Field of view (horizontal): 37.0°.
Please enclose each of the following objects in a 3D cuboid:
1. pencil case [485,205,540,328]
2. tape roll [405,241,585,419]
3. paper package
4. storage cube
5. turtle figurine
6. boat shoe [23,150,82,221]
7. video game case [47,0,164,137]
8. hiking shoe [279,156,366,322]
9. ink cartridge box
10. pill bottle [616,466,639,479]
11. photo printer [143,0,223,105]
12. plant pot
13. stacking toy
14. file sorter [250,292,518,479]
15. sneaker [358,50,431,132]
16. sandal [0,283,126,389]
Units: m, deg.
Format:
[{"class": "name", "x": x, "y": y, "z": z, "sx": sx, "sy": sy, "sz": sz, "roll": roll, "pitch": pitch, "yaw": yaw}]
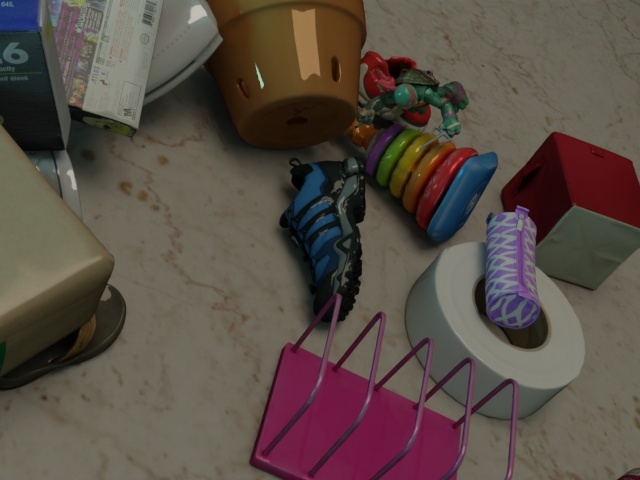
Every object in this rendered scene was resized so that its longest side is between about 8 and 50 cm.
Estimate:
[{"class": "pencil case", "x": 0.303, "y": 0.041, "z": 1.498, "sx": 0.086, "sy": 0.088, "sz": 0.206, "roll": 22, "pitch": 44, "yaw": -13}, {"class": "tape roll", "x": 0.279, "y": 0.139, "z": 1.534, "sx": 0.286, "sy": 0.100, "sz": 0.286, "roll": 18, "pitch": 45, "yaw": -19}, {"class": "paper package", "x": -0.450, "y": 0.025, "z": 1.058, "sx": 0.325, "sy": 0.168, "sz": 0.309, "roll": -33, "pitch": 73, "yaw": -36}, {"class": "storage cube", "x": 0.476, "y": -0.053, "z": 1.779, "sx": 0.215, "sy": 0.184, "sz": 0.193, "roll": 18, "pitch": 45, "yaw": -19}, {"class": "turtle figurine", "x": 0.163, "y": -0.233, "z": 1.618, "sx": 0.175, "sy": 0.118, "sz": 0.234, "roll": 19, "pitch": 20, "yaw": 20}, {"class": "boat shoe", "x": -0.401, "y": -0.119, "z": 1.326, "sx": 0.084, "sy": 0.095, "sz": 0.258, "roll": -17, "pitch": 71, "yaw": -22}, {"class": "video game case", "x": -0.339, "y": -0.280, "z": 1.338, "sx": 0.210, "sy": 0.042, "sz": 0.232, "roll": 15, "pitch": 67, "yaw": -23}, {"class": "hiking shoe", "x": 0.000, "y": 0.000, "z": 1.498, "sx": 0.132, "sy": 0.113, "sz": 0.304, "roll": 1, "pitch": 51, "yaw": 7}, {"class": "ink cartridge box", "x": -0.472, "y": -0.219, "z": 1.139, "sx": 0.303, "sy": 0.307, "sz": 0.072, "roll": -1, "pitch": 58, "yaw": -6}, {"class": "pill bottle", "x": 0.451, "y": 0.401, "z": 1.414, "sx": 0.152, "sy": 0.086, "sz": 0.086, "roll": -16, "pitch": 62, "yaw": -41}, {"class": "photo printer", "x": -0.317, "y": -0.351, "z": 1.502, "sx": 0.256, "sy": 0.107, "sz": 0.307, "roll": -33, "pitch": 69, "yaw": -2}, {"class": "plant pot", "x": -0.055, "y": -0.282, "z": 1.594, "sx": 0.291, "sy": 0.291, "sz": 0.203, "roll": 3, "pitch": 68, "yaw": -32}, {"class": "stacking toy", "x": 0.143, "y": -0.145, "z": 1.687, "sx": 0.302, "sy": 0.166, "sz": 0.175, "roll": 34, "pitch": 22, "yaw": 16}, {"class": "file sorter", "x": 0.093, "y": 0.229, "z": 1.262, "sx": 0.290, "sy": 0.182, "sz": 0.202, "roll": 27, "pitch": 42, "yaw": -10}, {"class": "sneaker", "x": 0.147, "y": -0.281, "z": 1.781, "sx": 0.107, "sy": 0.118, "sz": 0.279, "roll": 43, "pitch": 17, "yaw": 26}, {"class": "sandal", "x": -0.326, "y": 0.110, "z": 1.186, "sx": 0.219, "sy": 0.060, "sz": 0.090, "roll": -25, "pitch": 68, "yaw": -45}]
